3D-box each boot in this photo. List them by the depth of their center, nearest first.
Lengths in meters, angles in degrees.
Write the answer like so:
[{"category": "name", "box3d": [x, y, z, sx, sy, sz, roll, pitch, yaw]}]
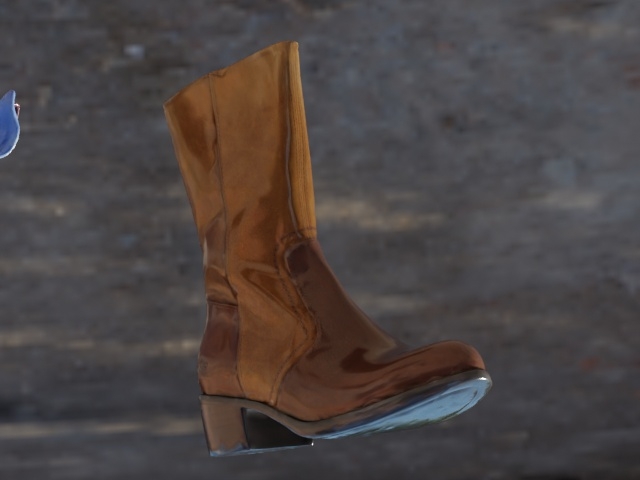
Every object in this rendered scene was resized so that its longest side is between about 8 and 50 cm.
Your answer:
[{"category": "boot", "box3d": [0.000, 0.000, 1.377, 0.096, 0.280, 0.264, -1, 171, -37]}]

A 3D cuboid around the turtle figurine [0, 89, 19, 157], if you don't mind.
[{"category": "turtle figurine", "box3d": [-0.385, -0.149, 1.515, 0.274, 0.266, 0.198, -15, 139, -15]}]
